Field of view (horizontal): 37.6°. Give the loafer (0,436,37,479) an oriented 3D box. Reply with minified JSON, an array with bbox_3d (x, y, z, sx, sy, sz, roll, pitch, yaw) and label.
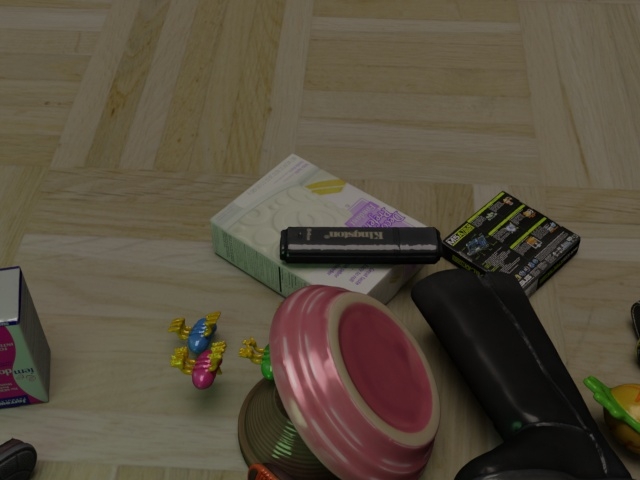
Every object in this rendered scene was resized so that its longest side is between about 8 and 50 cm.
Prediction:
[{"bbox_3d":[-0.547,0.391,1.349,0.095,0.109,0.302,25,55,27],"label":"loafer"}]

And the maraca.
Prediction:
[{"bbox_3d":[0.478,0.265,1.433,0.186,0.099,0.127,31,13,-18],"label":"maraca"}]

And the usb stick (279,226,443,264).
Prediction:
[{"bbox_3d":[0.070,0.008,1.611,0.278,0.045,0.077,0,48,0],"label":"usb stick"}]

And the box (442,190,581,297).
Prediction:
[{"bbox_3d":[0.350,0.011,1.737,0.184,0.045,0.191,33,56,30],"label":"box"}]

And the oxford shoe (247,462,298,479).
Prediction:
[{"bbox_3d":[0.008,0.407,1.351,0.271,0.097,0.098,38,40,22],"label":"oxford shoe"}]

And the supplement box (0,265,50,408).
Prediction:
[{"bbox_3d":[-0.504,0.158,1.484,0.111,0.220,0.114,-8,49,-6],"label":"supplement box"}]

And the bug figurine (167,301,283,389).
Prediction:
[{"bbox_3d":[-0.118,0.165,1.519,0.279,0.072,0.216,-9,22,14],"label":"bug figurine"}]

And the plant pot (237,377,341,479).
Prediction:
[{"bbox_3d":[-0.013,0.268,1.454,0.237,0.109,0.237,-1,47,1],"label":"plant pot"}]

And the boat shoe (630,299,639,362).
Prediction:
[{"bbox_3d":[0.559,0.188,1.543,0.069,0.081,0.227,-7,50,-11],"label":"boat shoe"}]

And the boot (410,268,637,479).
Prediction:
[{"bbox_3d":[0.252,0.214,1.400,0.367,0.146,0.445,17,38,-40],"label":"boot"}]

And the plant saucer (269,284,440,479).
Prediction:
[{"bbox_3d":[0.068,0.203,1.390,0.084,0.332,0.332,-36,34,29],"label":"plant saucer"}]

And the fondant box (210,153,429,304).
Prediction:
[{"bbox_3d":[0.000,0.000,1.714,0.330,0.096,0.238,31,54,25],"label":"fondant box"}]
